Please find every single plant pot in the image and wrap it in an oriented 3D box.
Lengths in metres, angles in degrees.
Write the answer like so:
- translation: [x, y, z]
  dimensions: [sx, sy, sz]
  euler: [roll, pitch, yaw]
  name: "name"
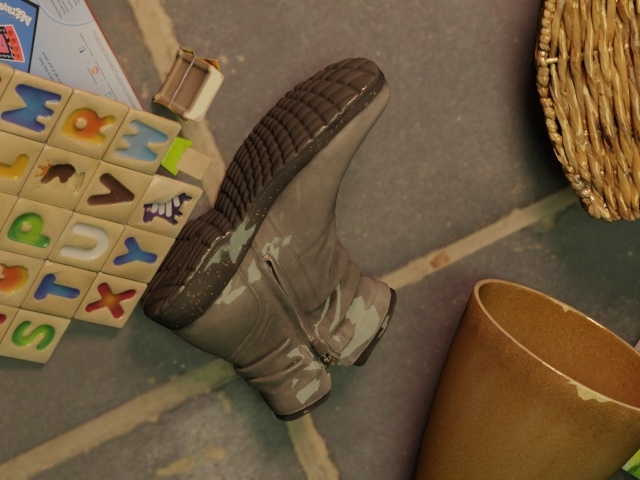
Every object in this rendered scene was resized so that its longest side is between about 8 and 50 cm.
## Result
- translation: [0.203, 0.209, 1.513]
  dimensions: [0.237, 0.237, 0.254]
  euler: [22, 108, -24]
  name: "plant pot"

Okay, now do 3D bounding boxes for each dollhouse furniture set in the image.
- translation: [-0.129, -0.102, 1.379]
  dimensions: [0.059, 0.076, 0.151]
  euler: [26, 94, -37]
  name: "dollhouse furniture set"

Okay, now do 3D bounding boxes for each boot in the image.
- translation: [0.000, 0.000, 1.441]
  dimensions: [0.223, 0.118, 0.338]
  euler: [37, 98, -28]
  name: "boot"

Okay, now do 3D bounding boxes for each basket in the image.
- translation: [0.338, -0.187, 1.530]
  dimensions: [0.214, 0.223, 0.299]
  euler: [-6, 108, 14]
  name: "basket"

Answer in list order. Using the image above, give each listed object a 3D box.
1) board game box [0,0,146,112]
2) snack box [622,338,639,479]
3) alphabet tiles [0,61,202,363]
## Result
- translation: [-0.256, -0.156, 1.256]
  dimensions: [0.145, 0.027, 0.281]
  euler: [-43, 144, -16]
  name: "board game box"
- translation: [0.424, 0.190, 1.664]
  dimensions: [0.174, 0.070, 0.207]
  euler: [34, 90, -24]
  name: "snack box"
- translation: [-0.283, -0.018, 1.287]
  dimensions: [0.343, 0.011, 0.285]
  euler: [16, 116, -38]
  name: "alphabet tiles"
